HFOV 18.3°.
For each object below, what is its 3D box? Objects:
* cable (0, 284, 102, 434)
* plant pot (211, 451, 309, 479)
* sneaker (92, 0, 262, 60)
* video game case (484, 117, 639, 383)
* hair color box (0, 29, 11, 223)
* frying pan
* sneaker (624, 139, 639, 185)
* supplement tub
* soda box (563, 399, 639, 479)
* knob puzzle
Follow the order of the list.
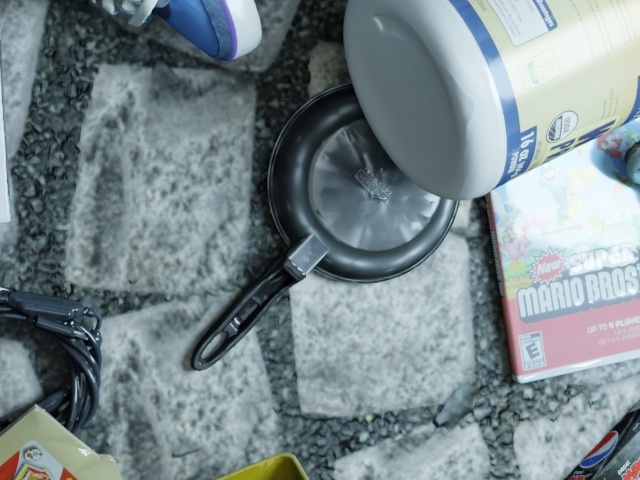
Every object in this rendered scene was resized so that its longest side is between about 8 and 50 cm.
[{"bbox_3d":[-0.296,0.118,1.842,0.185,0.047,0.150,8,99,-17],"label":"cable"},{"bbox_3d":[-0.071,0.360,1.835,0.212,0.212,0.187,-21,124,-12],"label":"plant pot"},{"bbox_3d":[-0.231,-0.242,1.755,0.236,0.130,0.323,-39,97,-20],"label":"sneaker"},{"bbox_3d":[0.268,-0.016,1.975,0.204,0.025,0.285,-11,98,-13],"label":"video game case"},{"bbox_3d":[-0.449,-0.099,1.745,0.339,0.110,0.185,-3,95,-12],"label":"hair color box"},{"bbox_3d":[-0.010,-0.028,1.896,0.326,0.053,0.197,-26,100,-13],"label":"frying pan"},{"bbox_3d":[0.412,-0.020,1.910,0.262,0.104,0.125,21,66,0],"label":"sneaker"},{"bbox_3d":[0.205,-0.194,1.823,0.316,0.228,0.228,-26,101,-20],"label":"supplement tub"},{"bbox_3d":[0.304,0.231,1.994,0.169,0.053,0.060,-45,104,-7],"label":"soda box"},{"bbox_3d":[-0.265,0.263,1.860,0.213,0.030,0.213,-5,114,-11],"label":"knob puzzle"}]
